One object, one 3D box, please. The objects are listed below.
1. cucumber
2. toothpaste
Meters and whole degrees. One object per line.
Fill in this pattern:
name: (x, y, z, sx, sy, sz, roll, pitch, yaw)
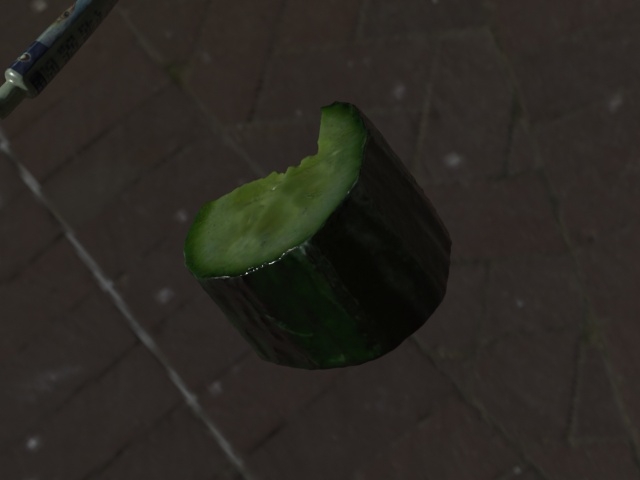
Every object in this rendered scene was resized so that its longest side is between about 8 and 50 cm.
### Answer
cucumber: (-0.002, 0.007, 1.297, 0.191, 0.130, 0.191, -27, 31, 18)
toothpaste: (-0.230, -0.193, 1.561, 0.037, 0.062, 0.216, 40, 74, 2)
